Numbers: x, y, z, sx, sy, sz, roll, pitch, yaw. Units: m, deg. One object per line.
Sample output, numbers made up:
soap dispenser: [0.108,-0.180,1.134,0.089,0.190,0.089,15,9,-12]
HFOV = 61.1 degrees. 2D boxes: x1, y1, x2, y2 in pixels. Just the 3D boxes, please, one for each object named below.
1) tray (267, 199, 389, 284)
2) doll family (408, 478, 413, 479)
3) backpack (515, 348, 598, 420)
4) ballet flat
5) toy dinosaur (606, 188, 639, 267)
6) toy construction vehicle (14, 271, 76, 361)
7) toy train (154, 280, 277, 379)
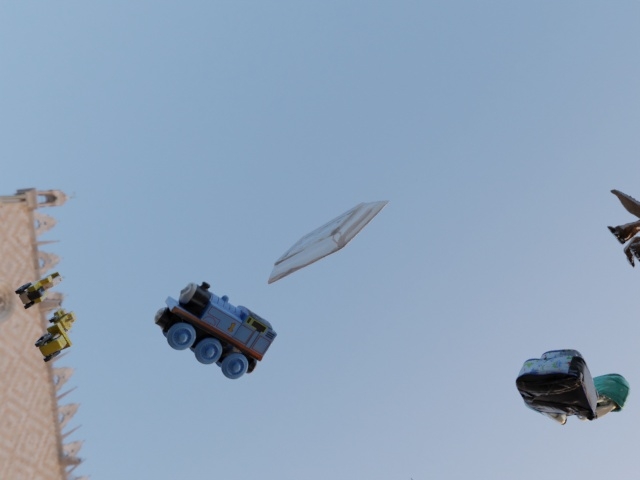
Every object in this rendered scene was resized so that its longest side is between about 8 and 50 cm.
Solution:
tray: [0.000,0.000,0.986,0.030,0.145,0.270,51,-35,-8]
doll family: [0.219,0.632,1.294,0.111,0.193,0.076,4,-75,-6]
backpack: [0.401,0.242,0.922,0.114,0.084,0.105,-14,-68,41]
ballet flat: [0.549,0.356,1.189,0.083,0.087,0.247,47,-46,-12]
toy dinosaur: [0.569,-0.016,0.811,0.200,0.296,0.127,-37,-69,17]
toy construction vehicle: [-0.308,0.082,0.628,0.035,0.098,0.086,-24,-79,-4]
toy train: [-0.161,0.137,0.841,0.184,0.080,0.105,36,-99,-23]
